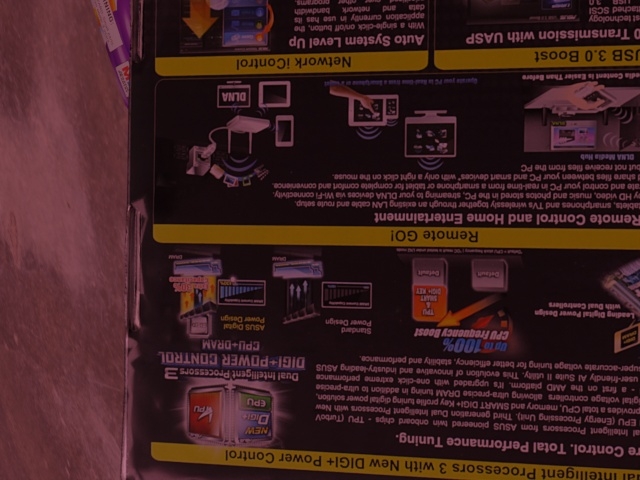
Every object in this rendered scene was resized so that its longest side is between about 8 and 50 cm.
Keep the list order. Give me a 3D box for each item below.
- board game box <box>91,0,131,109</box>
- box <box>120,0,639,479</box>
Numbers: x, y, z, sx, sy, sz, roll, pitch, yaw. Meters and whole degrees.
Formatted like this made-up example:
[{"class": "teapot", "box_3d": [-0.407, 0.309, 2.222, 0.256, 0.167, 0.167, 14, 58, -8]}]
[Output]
[{"class": "board game box", "box_3d": [-0.002, -0.162, 0.537, 0.275, 0.144, 0.142, -7, 101, 61]}, {"class": "box", "box_3d": [0.077, -0.030, 0.340, 0.060, 0.270, 0.216, -2, -88, -76]}]
